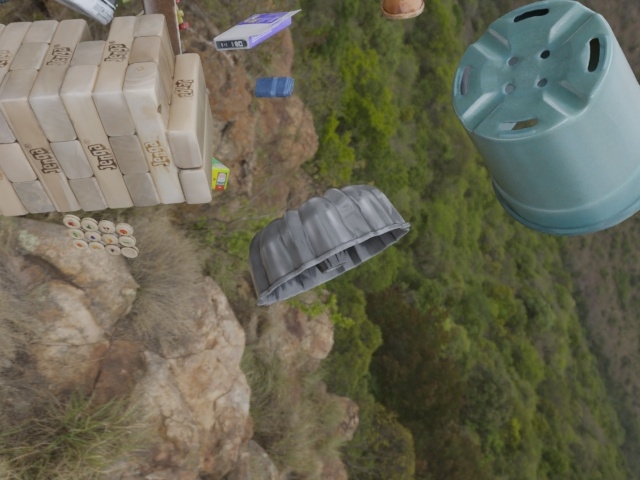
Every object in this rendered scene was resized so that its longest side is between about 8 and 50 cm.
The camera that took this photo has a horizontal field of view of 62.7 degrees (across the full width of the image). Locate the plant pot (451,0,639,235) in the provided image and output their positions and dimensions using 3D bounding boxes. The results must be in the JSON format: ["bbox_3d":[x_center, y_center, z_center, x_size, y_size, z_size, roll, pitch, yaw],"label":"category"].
[{"bbox_3d":[0.421,-0.222,0.949,0.334,0.340,0.342,28,60,-48],"label":"plant pot"}]

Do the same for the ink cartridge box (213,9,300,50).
[{"bbox_3d":[-0.190,-0.647,1.617,0.206,0.208,0.045,-47,132,-34],"label":"ink cartridge box"}]

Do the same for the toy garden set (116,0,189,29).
[{"bbox_3d":[-0.435,-0.578,1.235,0.049,0.244,0.204,-57,134,-55],"label":"toy garden set"}]

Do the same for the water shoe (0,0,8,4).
[{"bbox_3d":[-0.809,-0.677,1.340,0.080,0.073,0.203,29,61,2],"label":"water shoe"}]

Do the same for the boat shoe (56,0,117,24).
[{"bbox_3d":[-0.548,-0.565,1.063,0.335,0.121,0.119,30,89,-3],"label":"boat shoe"}]

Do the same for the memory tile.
[{"bbox_3d":[-0.477,-0.007,1.144,0.147,0.113,0.012,8,51,-3],"label":"memory tile"}]

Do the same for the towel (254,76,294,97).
[{"bbox_3d":[-0.143,-0.472,1.624,0.029,0.119,0.067,50,48,-65],"label":"towel"}]

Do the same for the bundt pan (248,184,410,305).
[{"bbox_3d":[0.000,0.000,1.015,0.330,0.330,0.124,-16,75,-49],"label":"bundt pan"}]

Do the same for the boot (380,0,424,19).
[{"bbox_3d":[0.134,-0.463,0.846,0.153,0.072,0.197,81,15,-50],"label":"boot"}]

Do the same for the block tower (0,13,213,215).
[{"bbox_3d":[-0.244,-0.073,0.334,0.091,0.334,0.097,89,-7,-48],"label":"block tower"}]

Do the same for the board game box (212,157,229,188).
[{"bbox_3d":[-0.266,-0.156,1.043,0.092,0.181,0.043,-4,119,-39],"label":"board game box"}]

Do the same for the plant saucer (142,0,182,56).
[{"bbox_3d":[-0.261,-0.397,0.845,0.050,0.310,0.311,-9,85,-13],"label":"plant saucer"}]
